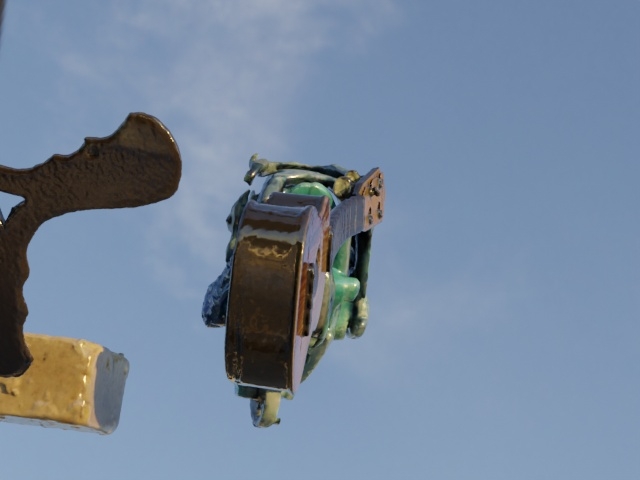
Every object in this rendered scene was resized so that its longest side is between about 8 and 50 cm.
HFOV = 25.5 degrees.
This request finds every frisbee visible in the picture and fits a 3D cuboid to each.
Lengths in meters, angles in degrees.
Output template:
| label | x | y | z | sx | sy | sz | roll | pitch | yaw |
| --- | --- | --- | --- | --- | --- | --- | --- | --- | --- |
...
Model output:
| label | x | y | z | sx | sy | sz | roll | pitch | yaw |
| --- | --- | --- | --- | --- | --- | --- | --- | --- | --- |
| frisbee | -0.193 | -0.036 | 0.837 | 0.187 | 0.012 | 0.211 | 45 | -65 | -3 |

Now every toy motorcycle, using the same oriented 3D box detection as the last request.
| label | x | y | z | sx | sy | sz | roll | pitch | yaw |
| --- | --- | --- | --- | --- | --- | --- | --- | --- | --- |
| toy motorcycle | -0.035 | 0.039 | 1.311 | 0.154 | 0.206 | 0.260 | 3 | -34 | -15 |

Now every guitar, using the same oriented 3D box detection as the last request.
| label | x | y | z | sx | sy | sz | roll | pitch | yaw |
| --- | --- | --- | --- | --- | --- | --- | --- | --- | --- |
| guitar | -0.002 | -0.001 | 0.717 | 0.038 | 0.271 | 0.084 | 9 | -75 | 8 |

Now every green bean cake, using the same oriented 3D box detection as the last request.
| label | x | y | z | sx | sy | sz | roll | pitch | yaw |
| --- | --- | --- | --- | --- | --- | --- | --- | --- | --- |
| green bean cake | -0.283 | 0.133 | 1.351 | 0.179 | 0.085 | 0.109 | 4 | -12 | 15 |
